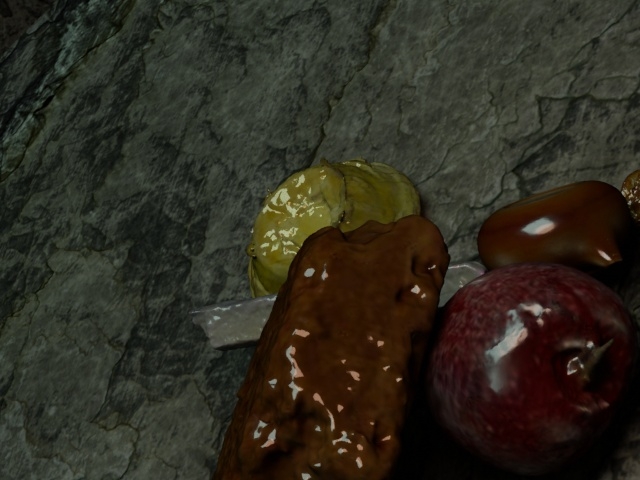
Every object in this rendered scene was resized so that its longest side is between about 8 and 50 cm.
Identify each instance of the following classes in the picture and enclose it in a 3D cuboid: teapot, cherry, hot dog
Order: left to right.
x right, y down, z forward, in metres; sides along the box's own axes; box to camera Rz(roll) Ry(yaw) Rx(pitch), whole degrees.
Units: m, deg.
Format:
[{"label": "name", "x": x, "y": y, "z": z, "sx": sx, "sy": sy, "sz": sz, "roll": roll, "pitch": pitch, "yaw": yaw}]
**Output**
[{"label": "cherry", "x": 0.214, "y": 0.135, "z": 1.816, "sx": 0.300, "sy": 0.203, "sz": 0.230, "roll": -7, "pitch": 61, "yaw": 66}, {"label": "teapot", "x": 0.263, "y": 0.012, "z": 1.952, "sx": 0.178, "sy": 0.135, "sz": 0.252, "roll": -16, "pitch": 1, "yaw": -25}, {"label": "hot dog", "x": 0.378, "y": -0.056, "z": 1.962, "sx": 0.058, "sy": 0.035, "sz": 0.083, "roll": -11, "pitch": 49, "yaw": 45}]

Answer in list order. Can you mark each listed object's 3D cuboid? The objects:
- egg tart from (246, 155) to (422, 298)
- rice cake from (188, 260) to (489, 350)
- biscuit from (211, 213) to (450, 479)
[{"label": "egg tart", "x": 0.000, "y": 0.000, "z": 2.240, "sx": 0.290, "sy": 0.115, "sz": 0.290, "roll": -27, "pitch": 43, "yaw": 28}, {"label": "rice cake", "x": 0.026, "y": 0.082, "z": 2.107, "sx": 0.399, "sy": 0.070, "sz": 0.064, "roll": -11, "pitch": 89, "yaw": 24}, {"label": "biscuit", "x": -0.006, "y": 0.180, "z": 1.885, "sx": 0.395, "sy": 0.166, "sz": 0.343, "roll": 117, "pitch": 174, "yaw": -55}]
